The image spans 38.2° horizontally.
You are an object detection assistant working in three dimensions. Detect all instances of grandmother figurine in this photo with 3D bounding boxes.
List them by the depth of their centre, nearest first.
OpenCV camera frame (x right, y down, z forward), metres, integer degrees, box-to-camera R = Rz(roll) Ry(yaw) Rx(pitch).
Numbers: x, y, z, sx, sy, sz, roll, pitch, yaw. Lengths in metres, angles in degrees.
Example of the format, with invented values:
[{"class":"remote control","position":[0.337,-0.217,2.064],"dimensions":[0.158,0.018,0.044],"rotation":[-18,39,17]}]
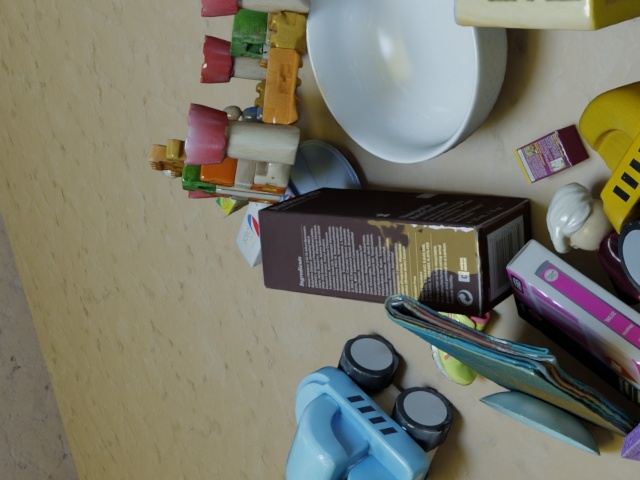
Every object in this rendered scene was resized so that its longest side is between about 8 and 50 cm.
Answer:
[{"class":"grandmother figurine","position":[0.431,0.049,1.184],"dimensions":[0.342,0.104,0.208],"rotation":[43,158,24]}]

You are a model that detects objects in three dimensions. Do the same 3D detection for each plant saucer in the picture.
[{"class":"plant saucer","position":[0.337,0.267,1.399],"dimensions":[0.195,0.195,0.037],"rotation":[18,80,45]}]

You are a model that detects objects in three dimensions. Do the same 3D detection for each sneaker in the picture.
[{"class":"sneaker","position":[0.233,0.142,1.497],"dimensions":[0.094,0.081,0.209],"rotation":[4,112,44]}]

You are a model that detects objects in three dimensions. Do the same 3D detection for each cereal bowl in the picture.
[{"class":"cereal bowl","position":[0.138,-0.290,1.340],"dimensions":[0.339,0.141,0.339],"rotation":[25,126,41]}]

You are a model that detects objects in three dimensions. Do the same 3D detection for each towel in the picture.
[{"class":"towel","position":[0.279,0.183,1.294],"dimensions":[0.271,0.370,0.040],"rotation":[20,81,44]}]

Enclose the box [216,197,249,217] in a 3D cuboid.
[{"class":"box","position":[-0.134,-0.117,1.783],"dimensions":[0.043,0.105,0.179],"rotation":[48,139,13]}]

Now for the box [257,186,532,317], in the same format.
[{"class":"box","position":[0.111,0.006,1.416],"dimensions":[0.381,0.191,0.143],"rotation":[3,106,34]}]

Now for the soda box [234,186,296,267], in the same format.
[{"class":"soda box","position":[-0.103,-0.029,1.782],"dimensions":[0.069,0.074,0.216],"rotation":[56,154,15]}]

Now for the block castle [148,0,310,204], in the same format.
[{"class":"block castle","position":[-0.150,-0.225,1.459],"dimensions":[0.453,0.212,0.303],"rotation":[149,127,-81]}]

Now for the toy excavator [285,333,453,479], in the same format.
[{"class":"toy excavator","position":[0.042,0.429,1.572],"dimensions":[0.433,0.445,0.222],"rotation":[42,137,29]}]

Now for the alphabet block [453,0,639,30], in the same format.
[{"class":"alphabet block","position":[0.286,-0.360,1.090],"dimensions":[0.197,0.192,0.193],"rotation":[17,122,46]}]

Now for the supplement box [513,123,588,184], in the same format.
[{"class":"supplement box","position":[0.320,-0.120,1.288],"dimensions":[0.083,0.043,0.055],"rotation":[-24,89,53]}]

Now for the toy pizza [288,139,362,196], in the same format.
[{"class":"toy pizza","position":[0.012,-0.088,1.682],"dimensions":[0.201,0.032,0.201],"rotation":[26,128,38]}]

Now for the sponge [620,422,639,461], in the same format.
[{"class":"sponge","position":[0.473,0.259,1.194],"dimensions":[0.117,0.031,0.210],"rotation":[13,156,9]}]

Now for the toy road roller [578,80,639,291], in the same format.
[{"class":"toy road roller","position":[0.415,-0.112,0.990],"dimensions":[0.329,0.202,0.241],"rotation":[102,146,-57]}]

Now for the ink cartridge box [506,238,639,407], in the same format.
[{"class":"ink cartridge box","position":[0.415,0.153,1.234],"dimensions":[0.371,0.069,0.176],"rotation":[37,168,31]}]
